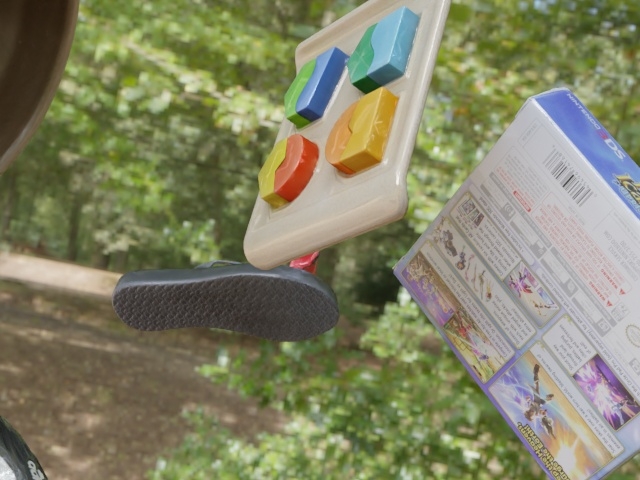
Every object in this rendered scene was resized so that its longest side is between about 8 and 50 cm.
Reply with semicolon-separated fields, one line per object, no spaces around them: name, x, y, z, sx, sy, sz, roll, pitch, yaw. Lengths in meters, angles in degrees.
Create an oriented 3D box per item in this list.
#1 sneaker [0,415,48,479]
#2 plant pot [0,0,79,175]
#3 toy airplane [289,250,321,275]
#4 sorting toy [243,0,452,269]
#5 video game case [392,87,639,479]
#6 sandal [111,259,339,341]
sneaker;-0.341;0.137;0.450;0.447;0.257;0.169;33;16;-45
plant pot;-0.328;-0.173;0.788;0.229;0.263;0.263;22;1;18
toy airplane;0.000;0.000;1.435;0.028;0.151;0.151;27;3;21
sorting toy;0.013;-0.094;0.884;0.038;0.208;0.193;27;-28;-29
video game case;0.212;0.051;0.988;0.061;0.269;0.244;-19;-25;-42
sandal;-0.102;0.054;1.257;0.254;0.097;0.054;3;40;14
